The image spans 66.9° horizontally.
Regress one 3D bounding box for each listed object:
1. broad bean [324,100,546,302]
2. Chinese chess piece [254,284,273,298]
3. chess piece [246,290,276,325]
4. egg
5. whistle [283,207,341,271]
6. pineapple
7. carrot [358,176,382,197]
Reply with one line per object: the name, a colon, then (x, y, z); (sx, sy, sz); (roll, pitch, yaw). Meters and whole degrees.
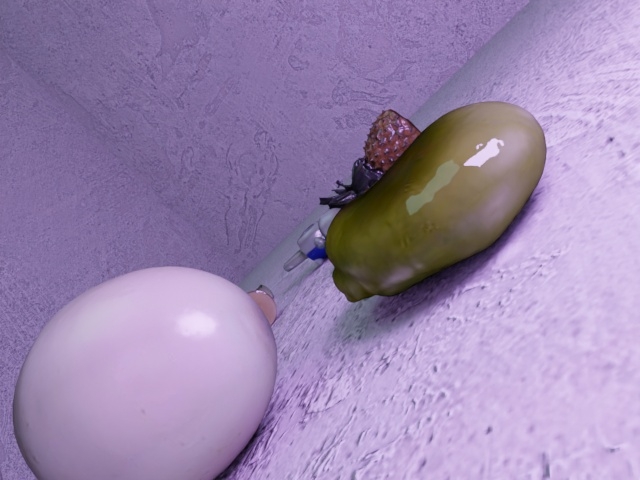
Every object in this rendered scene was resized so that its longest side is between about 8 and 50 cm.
broad bean: (0.115, -0.039, 0.542); (0.291, 0.119, 0.238); (-40, 9, 42)
Chinese chess piece: (-0.207, 0.199, 1.477); (0.144, 0.058, 0.144); (-45, 6, 6)
chess piece: (-0.155, 0.168, 1.200); (0.094, 0.094, 0.170); (-47, 2, -7)
egg: (-0.204, 0.172, 0.598); (0.345, 0.283, 0.283); (-36, 10, 28)
whistle: (0.000, 0.000, 1.215); (0.244, 0.092, 0.110); (-43, 8, 19)
pineapple: (0.133, -0.179, 1.336); (0.365, 0.165, 0.165); (-53, 4, 16)
carrot: (0.091, -0.046, 0.958); (0.173, 0.082, 0.082); (-43, 6, -1)
